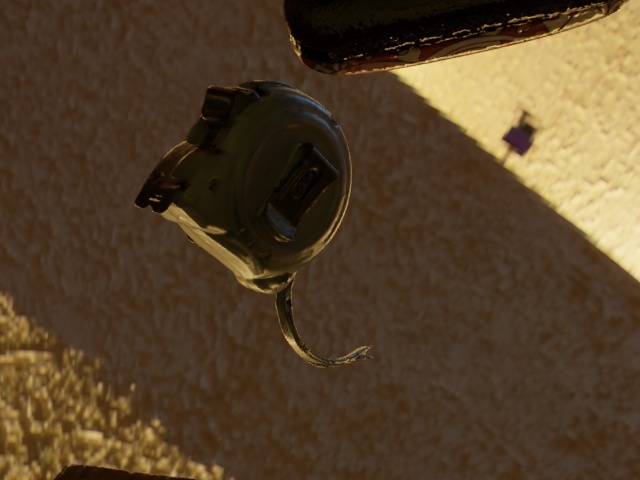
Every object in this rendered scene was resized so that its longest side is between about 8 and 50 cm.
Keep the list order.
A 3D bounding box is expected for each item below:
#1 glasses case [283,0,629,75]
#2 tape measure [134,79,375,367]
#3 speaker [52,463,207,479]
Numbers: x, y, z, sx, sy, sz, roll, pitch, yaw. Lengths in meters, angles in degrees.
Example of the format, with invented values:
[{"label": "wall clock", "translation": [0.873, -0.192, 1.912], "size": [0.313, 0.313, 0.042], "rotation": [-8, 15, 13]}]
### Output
[{"label": "glasses case", "translation": [0.104, -0.189, 1.178], "size": [0.267, 0.067, 0.103], "rotation": [-10, -126, 5]}, {"label": "tape measure", "translation": [0.000, 0.001, 1.261], "size": [0.084, 0.330, 0.164], "rotation": [24, -102, 46]}, {"label": "speaker", "translation": [-0.164, 0.335, 1.277], "size": [0.232, 0.184, 0.254], "rotation": [1, -144, 37]}]
